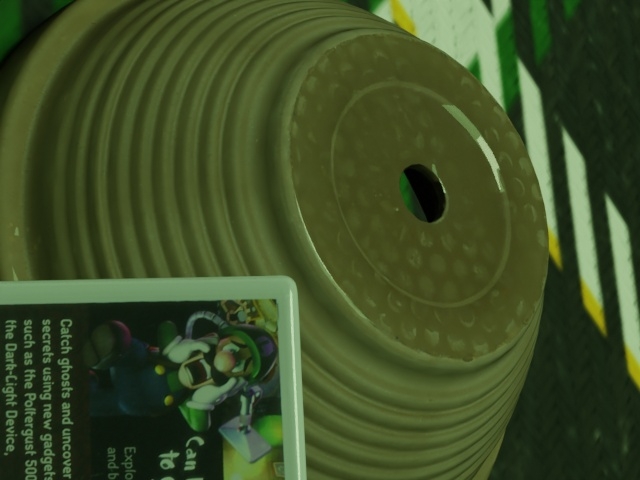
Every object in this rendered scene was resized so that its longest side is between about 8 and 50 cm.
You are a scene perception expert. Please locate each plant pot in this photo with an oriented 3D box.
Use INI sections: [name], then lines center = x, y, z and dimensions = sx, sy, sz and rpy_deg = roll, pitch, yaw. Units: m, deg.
[plant pot]
center = 0.000, 0.000, 0.676
dimensions = 0.237, 0.110, 0.237
rpy_deg = 17, 61, -34

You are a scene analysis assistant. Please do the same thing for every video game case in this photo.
[video game case]
center = -0.088, 0.105, 0.553
dimensions = 0.173, 0.022, 0.190
rpy_deg = -1, 73, -7
